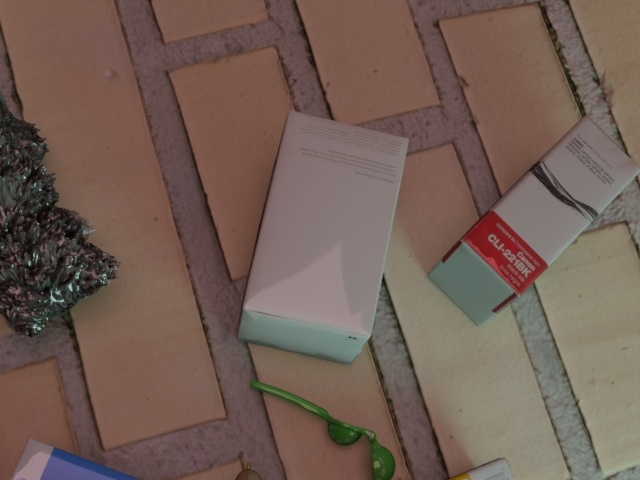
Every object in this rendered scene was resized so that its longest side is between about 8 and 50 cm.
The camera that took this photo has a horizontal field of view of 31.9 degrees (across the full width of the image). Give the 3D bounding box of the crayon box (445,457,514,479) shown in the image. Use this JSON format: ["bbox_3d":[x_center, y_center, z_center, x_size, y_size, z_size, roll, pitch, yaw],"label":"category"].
[{"bbox_3d":[0.138,0.430,1.442,0.323,0.083,0.203,-14,73,-31],"label":"crayon box"}]

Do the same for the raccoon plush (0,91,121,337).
[{"bbox_3d":[-0.444,-0.061,1.396,0.216,0.446,0.299,-42,61,-1],"label":"raccoon plush"}]

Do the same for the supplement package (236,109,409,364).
[{"bbox_3d":[0.000,0.000,1.558,0.175,0.177,0.292,13,70,-3],"label":"supplement package"}]

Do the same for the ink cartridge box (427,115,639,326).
[{"bbox_3d":[0.301,-0.025,1.598,0.114,0.197,0.273,44,72,6],"label":"ink cartridge box"}]

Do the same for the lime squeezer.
[{"bbox_3d":[0.033,0.294,1.542,0.110,0.059,0.310,-37,81,13],"label":"lime squeezer"}]

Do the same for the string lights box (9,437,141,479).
[{"bbox_3d":[-0.260,0.342,1.432,0.260,0.133,0.076,21,70,-1],"label":"string lights box"}]

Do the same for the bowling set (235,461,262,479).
[{"bbox_3d":[-0.051,0.437,1.419,0.200,0.154,0.287,12,71,-4],"label":"bowling set"}]
